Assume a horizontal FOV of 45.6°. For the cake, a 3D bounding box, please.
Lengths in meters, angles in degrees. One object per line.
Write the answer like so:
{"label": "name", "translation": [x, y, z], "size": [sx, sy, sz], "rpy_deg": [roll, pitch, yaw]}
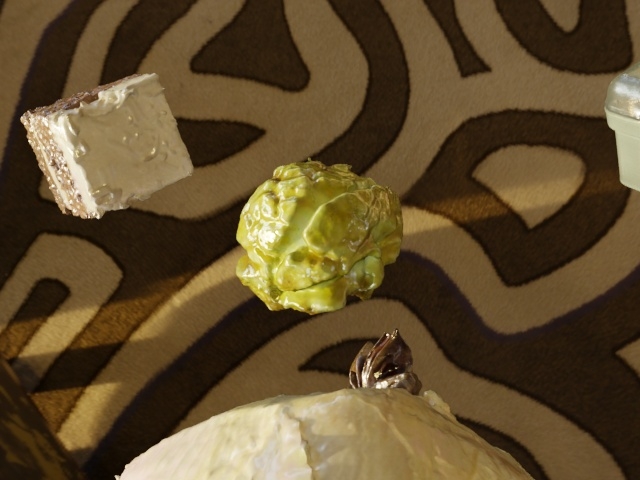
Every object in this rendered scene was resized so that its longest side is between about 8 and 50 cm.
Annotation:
{"label": "cake", "translation": [-0.227, -0.100, 0.822], "size": [0.135, 0.134, 0.147], "rpy_deg": [-30, 27, -28]}

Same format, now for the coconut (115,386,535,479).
{"label": "coconut", "translation": [0.013, 0.280, 0.570], "size": [0.405, 0.404, 0.404], "rpy_deg": [-1, 73, 4]}

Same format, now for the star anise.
{"label": "star anise", "translation": [0.123, 0.331, 1.447], "size": [0.108, 0.315, 0.315], "rpy_deg": [-3, 71, -21]}

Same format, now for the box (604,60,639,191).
{"label": "box", "translation": [0.401, -0.135, 0.767], "size": [0.210, 0.129, 0.148], "rpy_deg": [-31, 35, -20]}

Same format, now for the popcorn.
{"label": "popcorn", "translation": [0.006, -0.008, 1.263], "size": [0.282, 0.282, 0.246], "rpy_deg": [4, 108, 6]}
